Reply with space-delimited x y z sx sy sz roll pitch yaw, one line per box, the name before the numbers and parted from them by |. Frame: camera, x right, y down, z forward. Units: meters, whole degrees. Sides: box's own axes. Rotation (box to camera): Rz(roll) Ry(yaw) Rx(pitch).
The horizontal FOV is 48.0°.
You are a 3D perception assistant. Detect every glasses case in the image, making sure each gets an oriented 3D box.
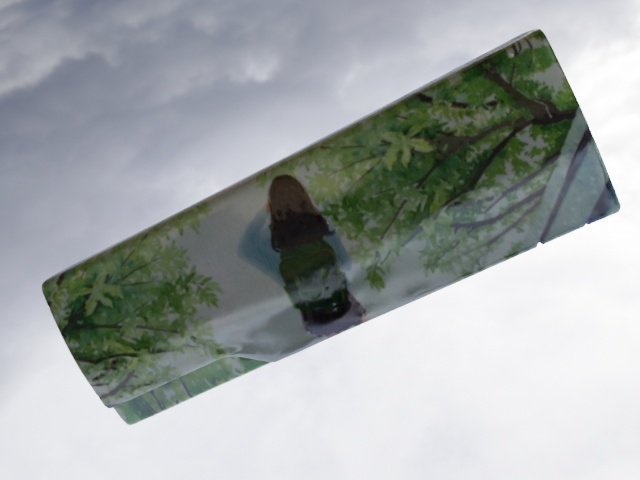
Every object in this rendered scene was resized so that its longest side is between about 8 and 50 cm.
glasses case | 0.000 0.000 0.365 0.272 0.095 0.062 -26 -176 12
